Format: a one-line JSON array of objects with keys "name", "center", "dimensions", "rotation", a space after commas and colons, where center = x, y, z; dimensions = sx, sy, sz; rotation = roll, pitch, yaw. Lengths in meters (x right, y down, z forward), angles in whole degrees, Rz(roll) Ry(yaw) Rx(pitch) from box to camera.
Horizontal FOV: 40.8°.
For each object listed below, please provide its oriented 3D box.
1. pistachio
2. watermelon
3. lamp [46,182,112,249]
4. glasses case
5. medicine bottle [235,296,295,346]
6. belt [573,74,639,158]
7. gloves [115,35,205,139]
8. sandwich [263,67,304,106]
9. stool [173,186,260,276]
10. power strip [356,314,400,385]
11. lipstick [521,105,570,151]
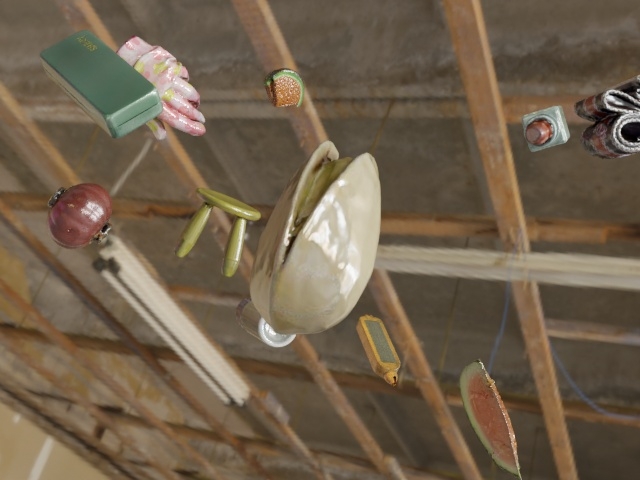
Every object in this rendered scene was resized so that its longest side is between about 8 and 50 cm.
[{"name": "pistachio", "center": [0.000, 0.000, 0.930], "dimensions": [0.126, 0.223, 0.152], "rotation": [15, -22, 19]}, {"name": "watermelon", "center": [0.306, 0.305, 1.526], "dimensions": [0.119, 0.063, 0.245], "rotation": [-151, -140, -71]}, {"name": "lamp", "center": [-0.333, -0.033, 1.190], "dimensions": [0.090, 0.101, 0.101], "rotation": [42, -35, -7]}, {"name": "glasses case", "center": [-0.279, -0.200, 1.088], "dimensions": [0.184, 0.078, 0.039], "rotation": [40, -24, 34]}, {"name": "medicine bottle", "center": [-0.088, 0.123, 1.333], "dimensions": [0.059, 0.059, 0.231], "rotation": [26, -6, -13]}, {"name": "belt", "center": [0.588, -0.173, 1.400], "dimensions": [0.360, 0.126, 0.094], "rotation": [10, -6, -17]}, {"name": "gloves", "center": [-0.337, -0.315, 1.839], "dimensions": [0.241, 0.145, 0.126], "rotation": [42, -15, -8]}, {"name": "sandwich", "center": [-0.065, -0.271, 1.519], "dimensions": [0.026, 0.101, 0.069], "rotation": [32, -63, 33]}, {"name": "stool", "center": [-0.166, -0.015, 1.375], "dimensions": [0.135, 0.110, 0.134], "rotation": [29, 9, 37]}, {"name": "power strip", "center": [0.111, 0.207, 1.616], "dimensions": [0.049, 0.178, 0.028], "rotation": [8, -57, -23]}, {"name": "lipstick", "center": [0.172, -0.086, 0.664], "dimensions": [0.030, 0.129, 0.030], "rotation": [-15, -86, 20]}]
